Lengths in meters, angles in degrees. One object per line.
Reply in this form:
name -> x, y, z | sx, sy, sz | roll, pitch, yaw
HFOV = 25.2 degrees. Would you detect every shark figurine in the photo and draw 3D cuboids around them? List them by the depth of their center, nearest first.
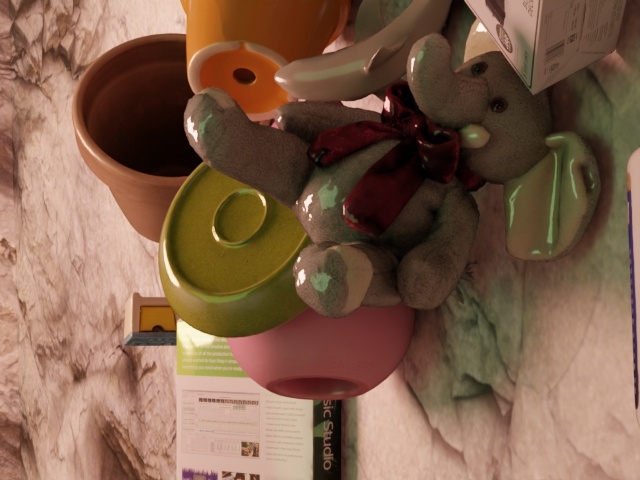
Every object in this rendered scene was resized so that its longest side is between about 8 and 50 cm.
shark figurine -> 0.080, -0.226, 1.459 | 0.166, 0.116, 0.278 | 38, 109, 9

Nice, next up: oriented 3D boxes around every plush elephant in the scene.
plush elephant -> 0.099, -0.079, 1.289 | 0.255, 0.330, 0.272 | -51, 48, 19

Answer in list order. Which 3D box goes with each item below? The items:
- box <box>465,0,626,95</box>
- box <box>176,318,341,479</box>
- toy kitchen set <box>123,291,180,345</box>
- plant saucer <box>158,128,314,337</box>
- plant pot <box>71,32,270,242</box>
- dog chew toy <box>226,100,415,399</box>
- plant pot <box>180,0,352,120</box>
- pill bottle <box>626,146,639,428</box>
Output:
box -> 0.141, -0.286, 1.205 | 0.290, 0.087, 0.169 | 58, 172, 23
box -> -0.078, 0.255, 1.756 | 0.232, 0.058, 0.321 | -2, 88, 39
toy kitchen set -> -0.153, 0.104, 1.896 | 0.207, 0.166, 0.122 | 136, 131, -57
plant saucer -> -0.073, -0.018, 1.461 | 0.241, 0.037, 0.240 | -14, 57, 23
plant pot -> -0.198, -0.115, 1.964 | 0.229, 0.263, 0.263 | 94, 164, -55
dog chew toy -> 0.000, 0.000, 1.553 | 0.206, 0.207, 0.331 | 142, 133, -59
plant pot -> -0.071, -0.246, 1.630 | 0.205, 0.205, 0.188 | 125, 160, -50
pill bottle -> 0.286, 0.065, 0.964 | 0.153, 0.153, 0.264 | 171, 100, -65
